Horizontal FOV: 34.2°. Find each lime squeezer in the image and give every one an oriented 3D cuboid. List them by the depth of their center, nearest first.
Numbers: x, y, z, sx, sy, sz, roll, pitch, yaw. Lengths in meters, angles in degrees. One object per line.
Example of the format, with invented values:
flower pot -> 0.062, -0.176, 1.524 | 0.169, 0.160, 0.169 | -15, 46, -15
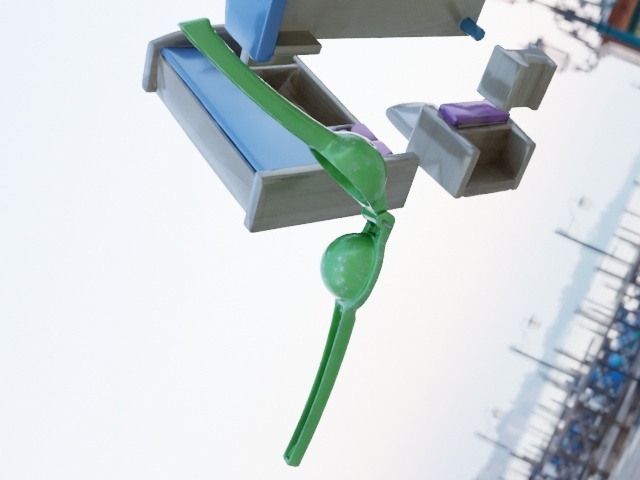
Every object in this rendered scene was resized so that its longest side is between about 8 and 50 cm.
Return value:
lime squeezer -> 0.000, 0.000, 0.678 | 0.110, 0.059, 0.310 | -23, -67, -30

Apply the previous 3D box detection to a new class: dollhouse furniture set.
dollhouse furniture set -> 0.035, -0.196, 0.757 | 0.286, 0.198, 0.303 | -10, -45, -32
